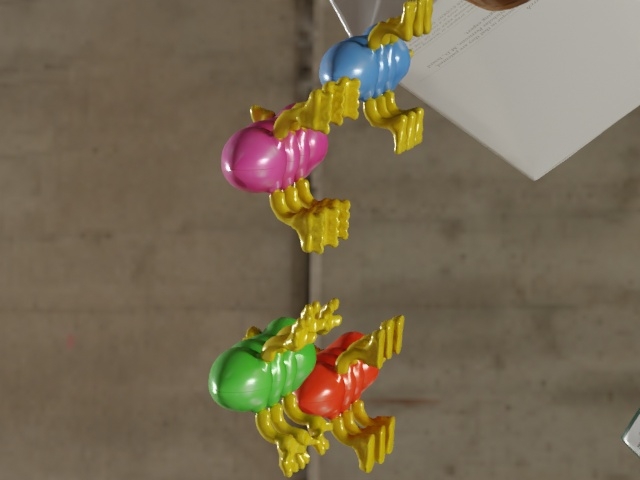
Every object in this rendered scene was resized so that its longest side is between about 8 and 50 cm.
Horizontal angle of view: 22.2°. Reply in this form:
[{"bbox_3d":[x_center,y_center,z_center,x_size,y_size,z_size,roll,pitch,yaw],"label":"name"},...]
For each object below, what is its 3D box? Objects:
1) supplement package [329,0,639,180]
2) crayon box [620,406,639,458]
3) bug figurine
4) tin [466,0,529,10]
[{"bbox_3d":[0.137,-0.200,1.269,0.175,0.177,0.293,-37,147,18],"label":"supplement package"},{"bbox_3d":[0.511,0.279,1.541,0.313,0.106,0.363,19,-163,-35],"label":"crayon box"},{"bbox_3d":[0.000,0.000,0.914,0.072,0.279,0.216,10,-167,20],"label":"bug figurine"},{"bbox_3d":[0.081,-0.180,0.840,0.040,0.106,0.189,26,-173,-30],"label":"tin"}]
